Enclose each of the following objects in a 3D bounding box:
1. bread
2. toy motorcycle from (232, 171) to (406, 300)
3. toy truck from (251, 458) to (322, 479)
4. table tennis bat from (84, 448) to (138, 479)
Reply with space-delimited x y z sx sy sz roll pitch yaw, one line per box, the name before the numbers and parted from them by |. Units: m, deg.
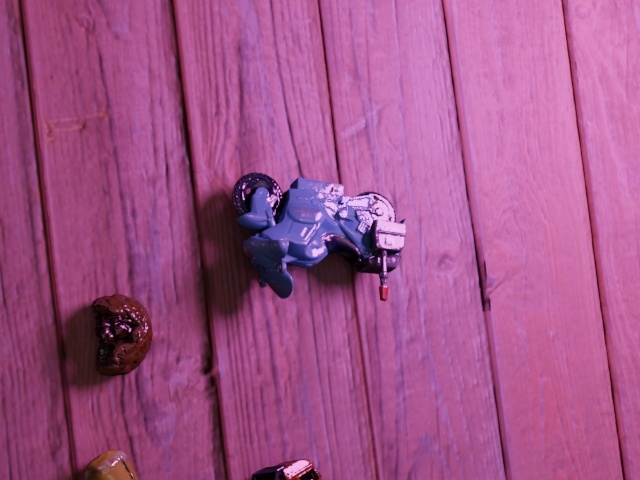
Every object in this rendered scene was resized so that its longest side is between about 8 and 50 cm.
bread | -0.272 0.129 1.327 0.082 0.060 0.113 -7 87 -18
toy motorcycle | 0.000 0.000 1.408 0.272 0.123 0.182 7 73 -19
toy truck | -0.079 0.377 1.344 0.192 0.083 0.092 -23 87 -35
table tennis bat | -0.212 0.447 1.332 0.224 0.054 0.368 -36 102 -21
